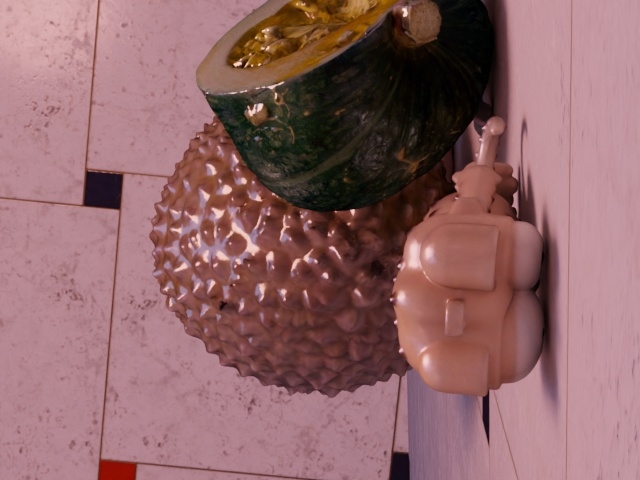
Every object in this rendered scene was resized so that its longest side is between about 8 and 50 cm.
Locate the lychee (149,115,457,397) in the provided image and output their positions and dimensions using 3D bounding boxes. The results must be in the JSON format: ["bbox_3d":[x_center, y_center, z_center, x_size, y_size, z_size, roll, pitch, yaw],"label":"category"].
[{"bbox_3d":[0.000,0.000,2.035,0.432,0.380,0.380,-178,86,-68],"label":"lychee"}]

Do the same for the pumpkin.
[{"bbox_3d":[0.047,-0.146,1.685,0.263,0.293,0.197,4,131,54],"label":"pumpkin"}]

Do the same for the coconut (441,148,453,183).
[{"bbox_3d":[0.067,-0.102,2.305,0.237,0.237,0.197,-90,-7,-80],"label":"coconut"}]

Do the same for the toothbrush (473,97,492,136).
[{"bbox_3d":[0.159,-0.162,1.814,0.269,0.021,0.027,-89,3,-67],"label":"toothbrush"}]

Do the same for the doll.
[{"bbox_3d":[0.124,0.012,1.385,0.278,0.119,0.154,-72,-17,-59],"label":"doll"}]
